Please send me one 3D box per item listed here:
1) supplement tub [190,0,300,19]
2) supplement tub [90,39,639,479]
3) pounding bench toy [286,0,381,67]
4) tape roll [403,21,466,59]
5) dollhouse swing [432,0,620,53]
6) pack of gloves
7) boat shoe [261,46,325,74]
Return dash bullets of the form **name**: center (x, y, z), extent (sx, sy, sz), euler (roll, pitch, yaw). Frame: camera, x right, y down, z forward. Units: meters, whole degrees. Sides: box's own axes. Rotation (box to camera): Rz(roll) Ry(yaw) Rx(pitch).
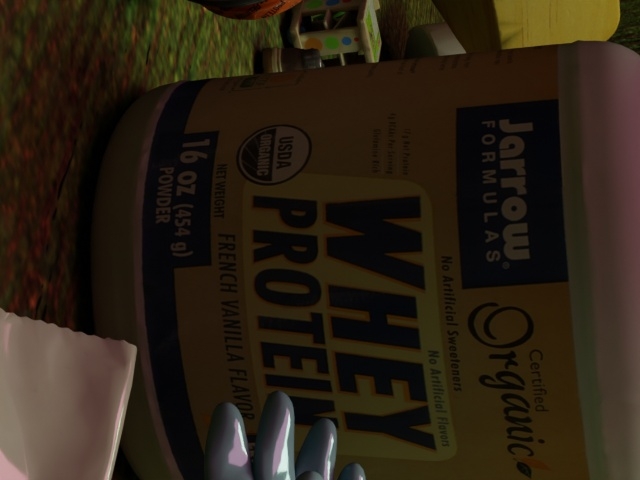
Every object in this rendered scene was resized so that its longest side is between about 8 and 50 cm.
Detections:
- **supplement tub**: center (-0.057, -0.191, 0.713), extent (0.190, 0.117, 0.117), euler (56, 32, -68)
- **supplement tub**: center (0.066, 0.020, 0.731), extent (0.228, 0.316, 0.228), euler (-5, 90, -78)
- **pounding bench toy**: center (0.011, -0.168, 1.131), extent (0.083, 0.065, 0.052), euler (-79, 159, -51)
- **tape roll**: center (0.197, -0.121, 1.555), extent (0.246, 0.169, 0.246), euler (173, -90, -82)
- **dollhouse swing**: center (0.207, -0.376, 1.271), extent (0.347, 0.305, 0.315), euler (61, -3, 33)
- **pack of gloves**: center (-0.056, 0.141, 0.506), extent (0.195, 0.046, 0.232), euler (21, 57, -30)
- **boat shoe**: center (-0.005, -0.103, 1.074), extent (0.152, 0.049, 0.056), euler (40, 47, -73)
